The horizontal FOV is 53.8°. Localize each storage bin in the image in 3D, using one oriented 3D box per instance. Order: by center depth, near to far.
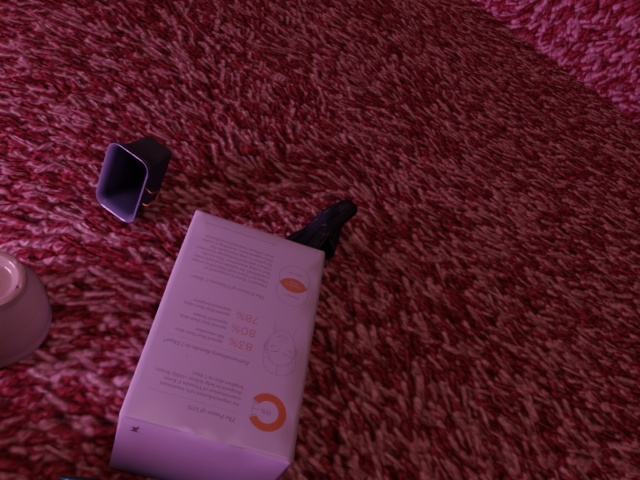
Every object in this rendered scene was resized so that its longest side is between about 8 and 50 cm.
[{"bbox_3d":[-0.309,-0.110,1.085,0.098,0.135,0.091,35,37,7],"label":"storage bin"}]

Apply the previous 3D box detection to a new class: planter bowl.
[{"bbox_3d":[-0.456,0.081,0.867,0.162,0.109,0.162,13,49,-15],"label":"planter bowl"}]

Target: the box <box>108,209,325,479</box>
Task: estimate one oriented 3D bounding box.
[{"bbox_3d":[-0.136,0.158,0.905,0.215,0.168,0.345,19,46,-9],"label":"box"}]

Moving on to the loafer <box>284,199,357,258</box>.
[{"bbox_3d":[0.000,0.000,1.168,0.078,0.076,0.223,45,53,9],"label":"loafer"}]

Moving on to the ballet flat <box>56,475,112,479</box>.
[{"bbox_3d":[-0.250,0.329,0.791,0.168,0.057,0.052,10,73,-14],"label":"ballet flat"}]
